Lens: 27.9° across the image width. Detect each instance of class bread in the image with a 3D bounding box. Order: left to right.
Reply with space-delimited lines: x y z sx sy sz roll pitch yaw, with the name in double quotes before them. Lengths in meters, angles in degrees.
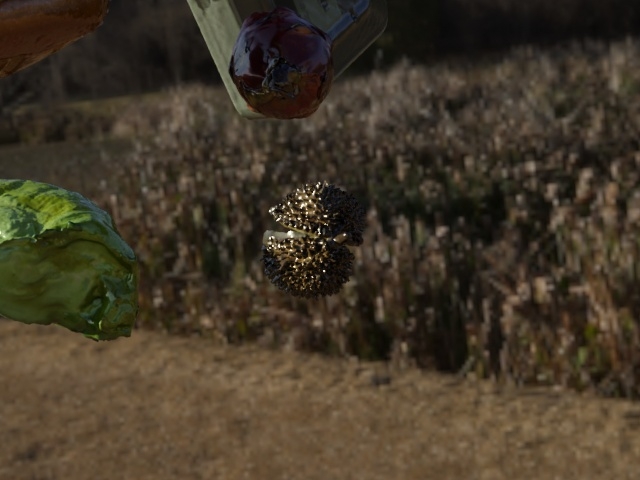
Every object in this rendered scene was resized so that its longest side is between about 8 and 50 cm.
"bread" -0.357 -0.265 1.340 0.156 0.204 0.288 -5 16 45

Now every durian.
"durian" -0.441 0.010 1.997 0.255 0.204 0.340 6 28 -38
"durian" 0.000 0.000 1.977 0.167 0.196 0.196 7 2 -25

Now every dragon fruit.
"dragon fruit" -0.044 -0.191 1.446 0.125 0.125 0.246 30 9 -8

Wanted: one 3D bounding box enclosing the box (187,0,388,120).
"box" -0.060 -0.442 2.080 0.111 0.396 0.396 -2 33 37
